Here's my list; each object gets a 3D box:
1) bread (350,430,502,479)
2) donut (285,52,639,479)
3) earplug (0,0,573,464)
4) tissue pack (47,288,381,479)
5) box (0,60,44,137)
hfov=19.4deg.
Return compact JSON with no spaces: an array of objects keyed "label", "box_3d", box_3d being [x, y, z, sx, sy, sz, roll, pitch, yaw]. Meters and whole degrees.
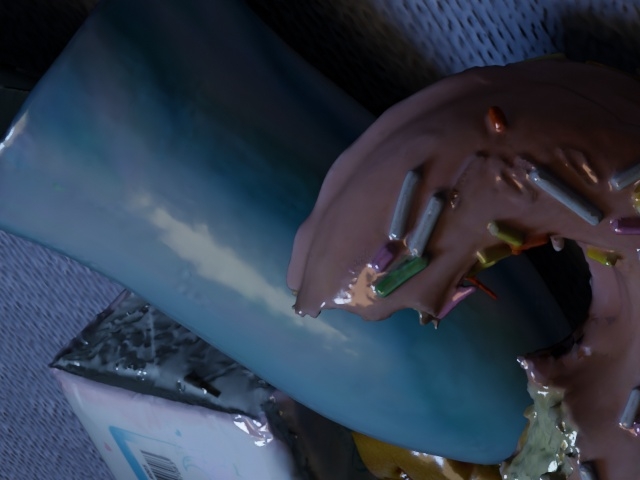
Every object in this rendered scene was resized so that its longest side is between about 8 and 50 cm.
[{"label":"bread","box_3d":[0.102,0.141,1.076,0.125,0.086,0.156,13,150,38]},{"label":"donut","box_3d":[0.113,0.023,0.858,0.233,0.085,0.199,41,105,-17]},{"label":"earplug","box_3d":[0.000,0.000,0.968,0.324,0.185,0.185,35,148,-5]},{"label":"tissue pack","box_3d":[-0.030,0.158,1.211,0.201,0.124,0.271,7,136,38]},{"label":"box","box_3d":[-0.244,-0.076,1.118,0.225,0.129,0.086,19,98,28]}]
